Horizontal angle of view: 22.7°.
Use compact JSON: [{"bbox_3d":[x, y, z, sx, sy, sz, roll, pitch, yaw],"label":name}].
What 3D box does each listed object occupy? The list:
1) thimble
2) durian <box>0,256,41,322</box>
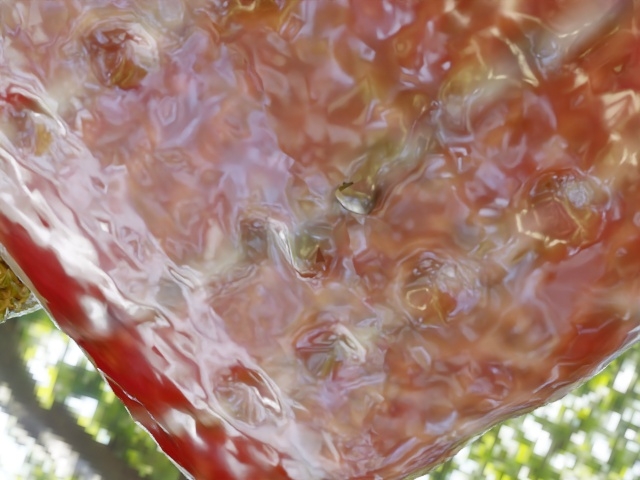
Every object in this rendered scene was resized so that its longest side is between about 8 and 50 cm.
[{"bbox_3d":[0.031,-0.085,0.579,0.230,0.350,0.350,51,-174,-12],"label":"thimble"},{"bbox_3d":[-0.354,0.034,1.702,0.185,0.195,0.305,51,-178,-20],"label":"durian"}]
